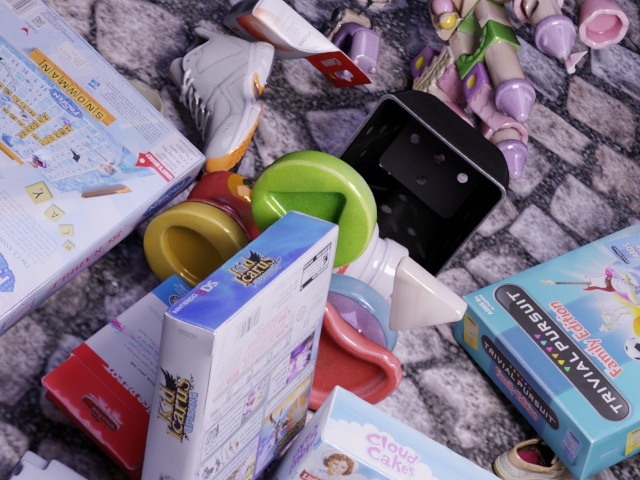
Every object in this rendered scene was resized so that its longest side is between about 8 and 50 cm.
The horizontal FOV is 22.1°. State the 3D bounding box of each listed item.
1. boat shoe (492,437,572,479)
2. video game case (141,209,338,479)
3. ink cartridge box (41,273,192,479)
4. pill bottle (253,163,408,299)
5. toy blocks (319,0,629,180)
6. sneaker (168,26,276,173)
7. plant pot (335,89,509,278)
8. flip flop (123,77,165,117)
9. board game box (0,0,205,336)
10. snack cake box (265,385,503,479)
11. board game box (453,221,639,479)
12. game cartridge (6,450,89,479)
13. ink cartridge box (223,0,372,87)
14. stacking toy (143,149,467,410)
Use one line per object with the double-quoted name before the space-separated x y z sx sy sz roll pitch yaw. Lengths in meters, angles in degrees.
"boat shoe" 0.264 0.254 1.916 0.135 0.045 0.050 -7 58 -39
"video game case" -0.079 0.130 1.586 0.061 0.244 0.269 18 28 19
"ink cartridge box" -0.181 0.148 1.672 0.134 0.078 0.231 43 41 7
"pill bottle" 0.000 0.000 1.913 0.193 0.108 0.108 28 42 -11
"toy blocks" 0.210 -0.230 2.129 0.309 0.288 0.260 20 38 -28
"sneaker" -0.134 -0.167 1.995 0.121 0.099 0.262 20 36 -9
"plant pot" 0.125 -0.080 2.031 0.187 0.188 0.167 40 29 2
"flip flop" -0.301 -0.190 1.895 0.277 0.080 0.112 15 46 -24
"board game box" -0.343 -0.097 1.734 0.318 0.066 0.318 45 56 8
"snack cake box" 0.084 0.282 1.676 0.264 0.152 0.089 30 35 -8
"board game box" 0.372 0.116 1.974 0.336 0.079 0.254 -21 51 -25
"game cartridge" -0.246 0.343 1.468 0.196 0.060 0.294 31 41 -3
"ink cartridge box" -0.032 -0.243 2.107 0.179 0.145 0.045 42 79 -16
"stacking toy" 0.003 0.016 1.758 0.309 0.279 0.130 46 39 -13
